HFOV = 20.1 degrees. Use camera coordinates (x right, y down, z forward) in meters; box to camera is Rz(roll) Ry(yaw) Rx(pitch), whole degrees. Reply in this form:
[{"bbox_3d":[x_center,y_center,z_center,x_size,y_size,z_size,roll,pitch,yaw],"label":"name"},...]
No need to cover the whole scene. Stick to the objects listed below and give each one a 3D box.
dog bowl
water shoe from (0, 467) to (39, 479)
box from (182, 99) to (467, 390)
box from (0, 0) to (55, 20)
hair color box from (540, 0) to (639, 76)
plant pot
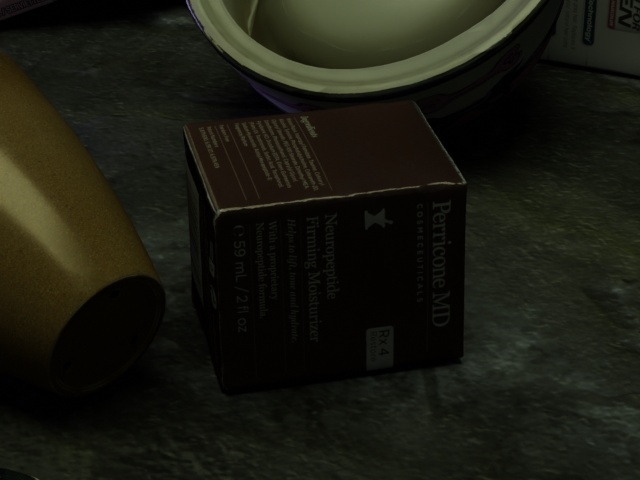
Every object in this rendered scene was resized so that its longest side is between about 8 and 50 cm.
[{"bbox_3d":[0.069,-0.278,1.844,0.408,0.150,0.408,-7,59,11],"label":"dog bowl"},{"bbox_3d":[-0.296,0.166,1.281,0.203,0.080,0.073,3,30,6],"label":"water shoe"},{"bbox_3d":[0.000,0.000,1.482,0.203,0.168,0.167,-7,29,-10],"label":"box"},{"bbox_3d":[-0.323,-0.371,2.117,0.247,0.142,0.163,-20,29,4],"label":"box"},{"bbox_3d":[0.221,-0.304,2.019,0.347,0.174,0.105,13,30,22],"label":"hair color box"},{"bbox_3d":[-0.251,0.006,1.454,0.237,0.237,0.254,-25,51,-37],"label":"plant pot"}]
